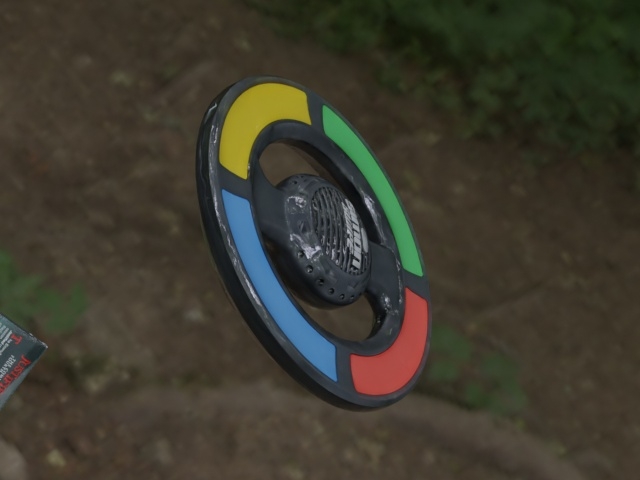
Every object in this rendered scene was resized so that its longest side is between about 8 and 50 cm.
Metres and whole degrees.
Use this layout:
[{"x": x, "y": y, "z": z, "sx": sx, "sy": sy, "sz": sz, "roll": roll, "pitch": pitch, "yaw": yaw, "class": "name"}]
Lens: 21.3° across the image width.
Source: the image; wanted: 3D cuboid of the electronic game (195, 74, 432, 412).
[{"x": 0.000, "y": 0.000, "z": 1.090, "sx": 0.229, "sy": 0.048, "sz": 0.229, "roll": 38, "pitch": 39, "yaw": -39, "class": "electronic game"}]

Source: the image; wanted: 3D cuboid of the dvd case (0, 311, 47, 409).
[{"x": -0.203, "y": 0.051, "z": 0.809, "sx": 0.119, "sy": 0.087, "sz": 0.013, "roll": 38, "pitch": -5, "yaw": -20, "class": "dvd case"}]
